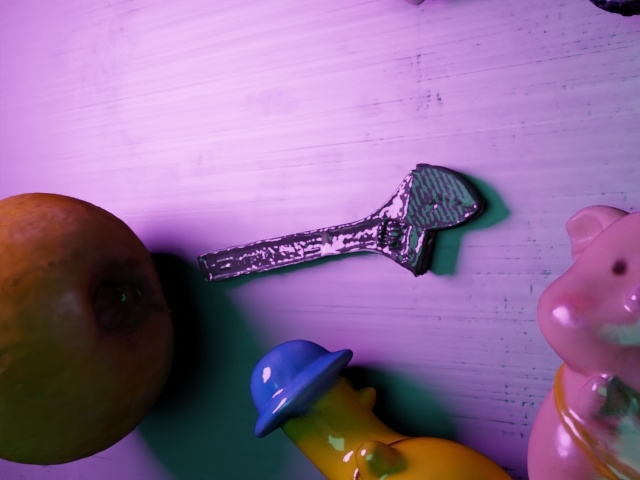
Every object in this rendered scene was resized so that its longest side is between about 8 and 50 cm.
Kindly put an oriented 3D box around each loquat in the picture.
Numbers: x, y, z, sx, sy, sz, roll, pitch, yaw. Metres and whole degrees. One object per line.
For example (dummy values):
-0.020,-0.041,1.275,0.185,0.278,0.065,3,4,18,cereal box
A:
-0.292,0.088,0.767,0.275,0.275,0.274,2,93,36,loquat

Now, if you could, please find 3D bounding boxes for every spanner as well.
0.000,0.000,0.698,0.326,0.026,0.093,-12,84,37,spanner

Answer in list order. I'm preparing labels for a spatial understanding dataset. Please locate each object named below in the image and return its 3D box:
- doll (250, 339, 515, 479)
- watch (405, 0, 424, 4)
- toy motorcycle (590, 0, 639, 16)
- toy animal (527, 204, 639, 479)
0.061,0.202,0.590,0.145,0.199,0.363,-38,41,-13,doll
0.043,-0.334,0.560,0.211,0.248,0.217,6,68,5,watch
0.270,-0.268,0.445,0.307,0.108,0.173,-29,66,35,toy motorcycle
0.210,0.103,0.479,0.165,0.149,0.247,14,93,20,toy animal
